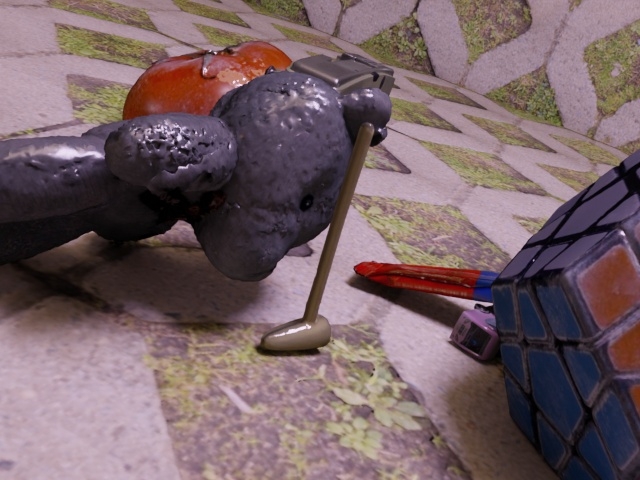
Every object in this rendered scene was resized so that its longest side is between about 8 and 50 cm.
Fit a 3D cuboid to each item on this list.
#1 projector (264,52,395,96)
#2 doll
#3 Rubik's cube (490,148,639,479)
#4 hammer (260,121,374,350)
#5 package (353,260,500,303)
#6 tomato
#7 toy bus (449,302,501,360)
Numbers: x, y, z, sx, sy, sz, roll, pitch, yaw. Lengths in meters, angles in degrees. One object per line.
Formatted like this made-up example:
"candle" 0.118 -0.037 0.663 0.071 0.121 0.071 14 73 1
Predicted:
"projector" -0.004 -0.115 0.842 0.088 0.193 0.269 25 20 10
"doll" -0.115 -0.025 0.581 0.340 0.246 0.158 -19 81 -30
"Rubik's cube" 0.289 0.073 0.557 0.264 0.319 0.319 -15 32 -11
"hammer" 0.000 0.000 0.574 0.060 0.195 0.028 0 25 -38
"package" 0.138 0.043 0.759 0.200 0.022 0.083 9 11 16
"tomato" -0.131 -0.188 0.911 0.237 0.095 0.237 -12 14 3
"toy bus" 0.184 0.088 0.743 0.130 0.037 0.052 -4 36 -48
